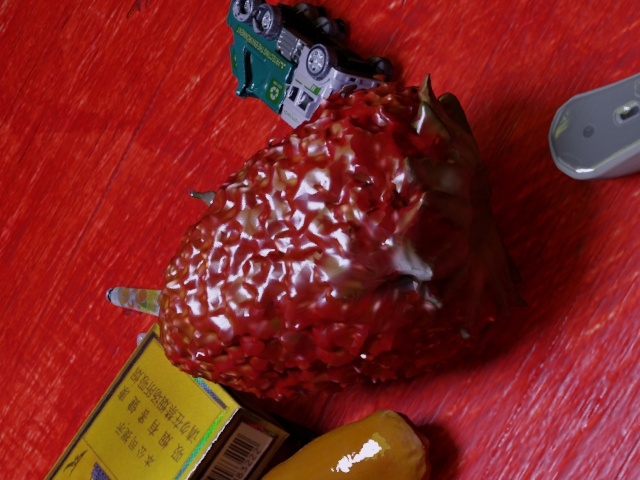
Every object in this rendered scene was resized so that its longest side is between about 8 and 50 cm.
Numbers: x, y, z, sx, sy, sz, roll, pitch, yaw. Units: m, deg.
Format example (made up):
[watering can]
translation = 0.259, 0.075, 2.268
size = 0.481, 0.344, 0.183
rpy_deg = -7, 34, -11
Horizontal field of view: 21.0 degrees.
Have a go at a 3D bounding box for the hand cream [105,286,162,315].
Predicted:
[hand cream]
translation = -0.207, 0.068, 2.000
size = 0.102, 0.022, 0.035
rpy_deg = 7, 71, 40

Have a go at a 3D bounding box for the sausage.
[sausage]
translation = 0.011, 0.239, 1.684
size = 0.238, 0.098, 0.098
rpy_deg = -34, 54, 31

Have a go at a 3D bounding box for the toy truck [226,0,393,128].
[toy truck]
translation = -0.023, -0.184, 1.873
size = 0.216, 0.110, 0.116
rpy_deg = 43, 117, 42

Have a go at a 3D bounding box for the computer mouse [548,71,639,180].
[computer mouse]
translation = 0.298, -0.112, 1.578
size = 0.182, 0.056, 0.089
rpy_deg = -26, 63, 26

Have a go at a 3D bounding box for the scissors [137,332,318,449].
[scissors]
translation = -0.111, 0.180, 1.865
size = 0.317, 0.024, 0.160
rpy_deg = 15, 83, 45

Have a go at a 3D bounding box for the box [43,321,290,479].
[box]
translation = -0.186, 0.258, 1.751
size = 0.301, 0.084, 0.193
rpy_deg = -54, 39, 2

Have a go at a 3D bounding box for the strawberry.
[strawberry]
translation = 0.000, -0.002, 1.627
size = 0.343, 0.292, 0.292
rpy_deg = -9, 67, 19
